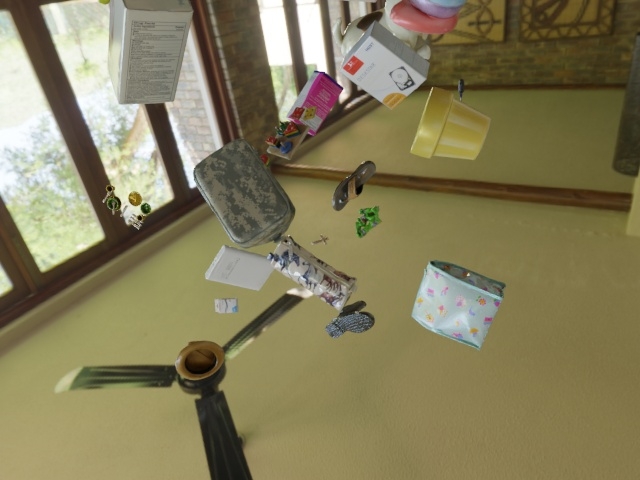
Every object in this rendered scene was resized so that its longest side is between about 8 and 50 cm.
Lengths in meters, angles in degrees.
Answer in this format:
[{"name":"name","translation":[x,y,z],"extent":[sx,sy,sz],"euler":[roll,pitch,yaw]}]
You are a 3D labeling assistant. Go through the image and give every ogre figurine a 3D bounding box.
[{"name":"ogre figurine","translation":[0.236,-0.103,2.314],"extent":[0.118,0.097,0.197],"euler":[-24,-165,32]}]

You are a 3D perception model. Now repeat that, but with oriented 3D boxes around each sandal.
[{"name":"sandal","translation":[0.126,-0.191,1.673],"extent":[0.219,0.090,0.060],"euler":[-44,-131,-2]}]

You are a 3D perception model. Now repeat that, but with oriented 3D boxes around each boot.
[{"name":"boot","translation":[0.133,0.279,1.784],"extent":[0.246,0.084,0.161],"euler":[-26,-166,45]}]

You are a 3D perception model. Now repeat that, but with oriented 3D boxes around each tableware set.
[{"name":"tableware set","translation":[-0.598,-0.113,1.438],"extent":[0.154,0.104,0.024],"euler":[38,-165,0]}]

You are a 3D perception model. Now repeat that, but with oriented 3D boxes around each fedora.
[{"name":"fedora","translation":[-0.461,0.438,1.772],"extent":[0.194,0.195,0.079],"euler":[-20,-143,-18]}]

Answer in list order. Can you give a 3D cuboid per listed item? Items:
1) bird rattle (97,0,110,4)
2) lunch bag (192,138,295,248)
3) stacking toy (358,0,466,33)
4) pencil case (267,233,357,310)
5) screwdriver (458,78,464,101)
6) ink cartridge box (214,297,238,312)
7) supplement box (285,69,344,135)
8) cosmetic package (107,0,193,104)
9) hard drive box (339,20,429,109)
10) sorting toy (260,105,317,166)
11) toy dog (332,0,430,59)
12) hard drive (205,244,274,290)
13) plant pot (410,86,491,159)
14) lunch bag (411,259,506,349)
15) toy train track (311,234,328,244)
[{"name":"bird rattle","translation":[-0.503,-0.726,1.301],"extent":[0.143,0.207,0.254],"euler":[31,-104,22]},{"name":"lunch bag","translation":[-0.225,-0.133,1.448],"extent":[0.212,0.305,0.256],"euler":[-34,173,-4]},{"name":"stacking toy","translation":[0.189,-0.589,0.965],"extent":[0.279,0.130,0.309],"euler":[14,-122,-4]},{"name":"pencil case","translation":[-0.029,0.140,2.041],"extent":[0.410,0.184,0.160],"euler":[32,-114,11]},{"name":"screwdriver","translation":[0.556,-0.555,1.859],"extent":[0.025,0.170,0.024],"euler":[-3,-150,-1]},{"name":"ink cartridge box","translation":[-0.334,0.230,1.644],"extent":[0.083,0.048,0.028],"euler":[-4,-176,4]},{"name":"supplement box","translation":[-0.026,-0.540,1.835],"extent":[0.220,0.113,0.111],"euler":[-55,-151,6]},{"name":"cosmetic package","translation":[-0.419,-0.476,1.122],"extent":[0.153,0.296,0.129],"euler":[-13,-109,-33]},{"name":"hard drive box","translation":[0.209,-0.570,1.538],"extent":[0.181,0.232,0.089],"euler":[-35,-148,53]},{"name":"sorting toy","translation":[-0.117,-0.365,1.613],"extent":[0.132,0.046,0.275],"euler":[26,-98,44]},{"name":"toy dog","translation":[0.295,-0.885,1.925],"extent":[0.407,0.395,0.285],"euler":[-27,-142,51]},{"name":"hard drive","translation":[-0.390,0.141,2.330],"extent":[0.307,0.203,0.040],"euler":[18,-152,-38]},{"name":"plant pot","translation":[0.486,-0.412,1.737],"extent":[0.238,0.254,0.254],"euler":[20,-145,6]},{"name":"lunch bag","translation":[0.455,0.206,1.576],"extent":[0.262,0.224,0.160],"euler":[22,-156,19]},{"name":"toy train track","translation":[0.000,0.000,1.879],"extent":[0.083,0.014,0.048],"euler":[-19,-114,-33]}]
